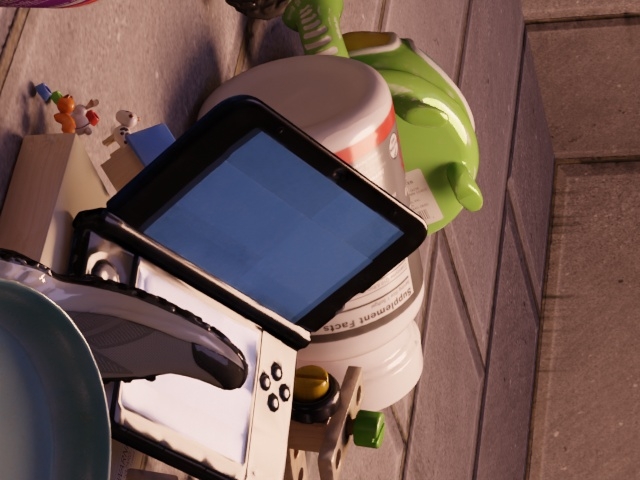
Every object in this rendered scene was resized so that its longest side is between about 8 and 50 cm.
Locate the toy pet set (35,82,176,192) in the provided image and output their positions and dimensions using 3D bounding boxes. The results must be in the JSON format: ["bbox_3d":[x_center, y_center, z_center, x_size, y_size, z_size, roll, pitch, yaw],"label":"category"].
[{"bbox_3d":[-0.172,-0.097,1.666,0.114,0.065,0.122,56,9,15],"label":"toy pet set"}]

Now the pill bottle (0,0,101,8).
[{"bbox_3d":[-0.235,-0.254,1.349,0.323,0.181,0.182,-23,110,-73],"label":"pill bottle"}]

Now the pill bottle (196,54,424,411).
[{"bbox_3d":[0.000,0.000,2.088,0.210,0.210,0.363,-69,153,-54],"label":"pill bottle"}]

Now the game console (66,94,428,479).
[{"bbox_3d":[-0.058,0.059,1.611,0.293,0.173,0.250,33,54,-45],"label":"game console"}]

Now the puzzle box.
[{"bbox_3d":[-0.221,0.151,1.580,0.272,0.052,0.409,69,25,-49],"label":"puzzle box"}]

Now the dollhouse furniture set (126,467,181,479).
[{"bbox_3d":[-0.032,0.357,1.629,0.286,0.303,0.198,95,6,-57],"label":"dollhouse furniture set"}]

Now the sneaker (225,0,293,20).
[{"bbox_3d":[-0.057,-0.407,2.079,0.146,0.134,0.344,17,71,-74],"label":"sneaker"}]

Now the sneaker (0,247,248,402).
[{"bbox_3d":[-0.184,0.076,1.440,0.100,0.271,0.108,-168,-87,-69],"label":"sneaker"}]

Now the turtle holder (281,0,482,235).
[{"bbox_3d":[0.039,-0.146,2.284,0.320,0.243,0.227,29,31,-25],"label":"turtle holder"}]

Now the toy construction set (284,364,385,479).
[{"bbox_3d":[-0.036,0.200,1.884,0.309,0.237,0.258,-45,131,-69],"label":"toy construction set"}]

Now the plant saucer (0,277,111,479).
[{"bbox_3d":[-0.261,0.178,1.298,0.317,0.043,0.318,-19,113,-52],"label":"plant saucer"}]
